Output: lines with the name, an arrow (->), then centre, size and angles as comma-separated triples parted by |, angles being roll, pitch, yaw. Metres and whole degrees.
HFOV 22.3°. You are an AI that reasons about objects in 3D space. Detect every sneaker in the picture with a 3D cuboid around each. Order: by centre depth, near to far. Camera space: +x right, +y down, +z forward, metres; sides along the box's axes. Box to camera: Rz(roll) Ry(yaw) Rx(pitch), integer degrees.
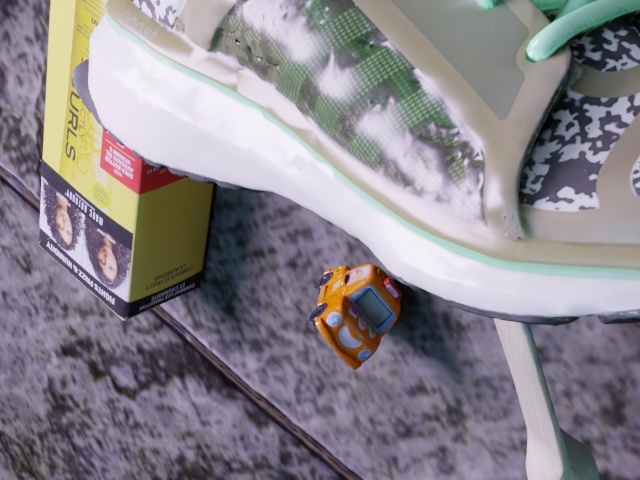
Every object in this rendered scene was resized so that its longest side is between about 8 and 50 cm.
sneaker -> 0.052, -0.093, 0.599 | 0.410, 0.158, 0.182 | 20, 120, 38

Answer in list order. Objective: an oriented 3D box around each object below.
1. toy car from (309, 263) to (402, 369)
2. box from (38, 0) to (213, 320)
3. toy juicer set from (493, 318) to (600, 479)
toy car -> 0.000, 0.000, 0.787 | 0.041, 0.060, 0.122 | -32, 92, 20
box -> -0.098, -0.074, 0.851 | 0.087, 0.058, 0.232 | 39, 136, 29
toy juicer set -> 0.195, 0.141, 0.630 | 0.329, 0.089, 0.209 | 42, 158, 27
